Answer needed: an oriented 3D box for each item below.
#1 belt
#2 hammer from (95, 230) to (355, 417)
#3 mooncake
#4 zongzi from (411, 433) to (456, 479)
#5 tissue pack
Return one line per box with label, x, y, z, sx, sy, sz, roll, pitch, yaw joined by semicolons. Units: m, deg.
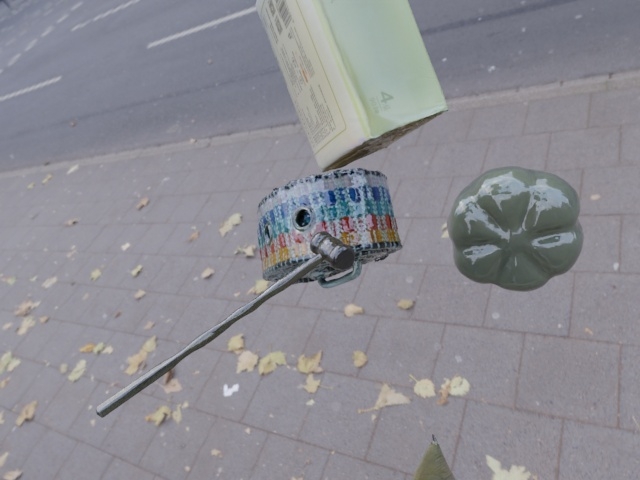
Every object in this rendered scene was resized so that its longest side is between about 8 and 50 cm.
belt;0.000;0.000;0.796;0.295;0.207;0.160;-25;74;52
hammer;-0.093;0.084;0.480;0.292;0.029;0.058;-35;30;-13
mooncake;0.392;-0.020;0.967;0.275;0.274;0.135;-15;17;20
zongzi;0.202;0.390;0.705;0.115;0.228;0.256;28;49;0
tissue pack;0.028;-0.218;0.549;0.125;0.234;0.159;-23;2;-20
